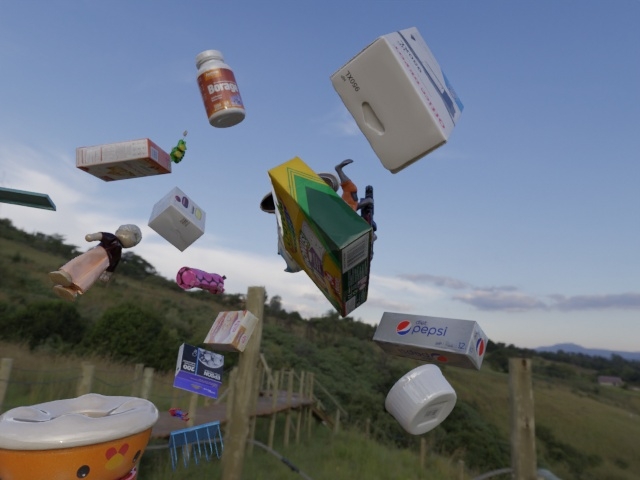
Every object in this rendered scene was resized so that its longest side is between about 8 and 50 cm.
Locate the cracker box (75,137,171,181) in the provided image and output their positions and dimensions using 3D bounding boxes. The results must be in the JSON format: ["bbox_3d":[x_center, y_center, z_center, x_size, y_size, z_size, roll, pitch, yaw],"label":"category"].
[{"bbox_3d":[-0.612,-0.248,1.320,0.232,0.067,0.156,-6,-9,5],"label":"cracker box"}]

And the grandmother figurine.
[{"bbox_3d":[-0.727,0.057,1.406,0.104,0.342,0.207,25,-50,4],"label":"grandmother figurine"}]

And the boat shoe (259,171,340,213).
[{"bbox_3d":[-0.082,-0.169,1.560,0.324,0.116,0.097,-14,7,31],"label":"boat shoe"}]

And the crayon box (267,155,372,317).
[{"bbox_3d":[0.000,0.000,1.160,0.106,0.313,0.363,-33,-31,-18],"label":"crayon box"}]

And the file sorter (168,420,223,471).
[{"bbox_3d":[-0.445,0.739,1.506,0.170,0.104,0.118,-3,-43,-28],"label":"file sorter"}]

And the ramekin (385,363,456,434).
[{"bbox_3d":[0.413,0.649,1.697,0.277,0.277,0.135,17,20,-38],"label":"ramekin"}]

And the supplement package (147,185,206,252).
[{"bbox_3d":[-0.636,-0.097,1.882,0.149,0.203,0.194,-38,-59,10],"label":"supplement package"}]

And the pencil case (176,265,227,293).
[{"bbox_3d":[-0.452,0.156,1.605,0.098,0.095,0.209,46,7,23],"label":"pencil case"}]

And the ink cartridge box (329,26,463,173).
[{"bbox_3d":[0.225,-0.388,1.122,0.166,0.395,0.285,-29,-77,34],"label":"ink cartridge box"}]

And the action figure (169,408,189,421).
[{"bbox_3d":[-0.571,0.696,1.689,0.115,0.038,0.030,0,17,33],"label":"action figure"}]

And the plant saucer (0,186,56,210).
[{"bbox_3d":[-0.875,-0.126,1.230,0.192,0.018,0.067,10,-35,3],"label":"plant saucer"}]

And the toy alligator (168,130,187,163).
[{"bbox_3d":[-0.594,-0.386,1.787,0.056,0.189,0.051,-6,-38,33],"label":"toy alligator"}]

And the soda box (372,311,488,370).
[{"bbox_3d":[0.289,0.265,1.131,0.286,0.098,0.091,-4,-42,45],"label":"soda box"}]

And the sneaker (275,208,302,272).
[{"bbox_3d":[-0.120,-0.001,1.433,0.086,0.237,0.085,-14,4,17],"label":"sneaker"}]

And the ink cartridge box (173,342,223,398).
[{"bbox_3d":[-0.532,0.573,1.857,0.206,0.208,0.045,28,-61,-27],"label":"ink cartridge box"}]

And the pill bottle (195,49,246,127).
[{"bbox_3d":[-0.321,-0.477,1.326,0.121,0.216,0.121,-18,-3,-1],"label":"pill bottle"}]

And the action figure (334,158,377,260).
[{"bbox_3d":[0.092,-0.101,1.410,0.179,0.341,0.330,-9,-51,15],"label":"action figure"}]

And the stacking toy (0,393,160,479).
[{"bbox_3d":[-0.558,0.616,0.947,0.351,0.479,0.350,-1,-9,0],"label":"stacking toy"}]

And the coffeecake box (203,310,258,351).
[{"bbox_3d":[-0.345,0.350,1.622,0.185,0.142,0.068,-11,-47,42],"label":"coffeecake box"}]
